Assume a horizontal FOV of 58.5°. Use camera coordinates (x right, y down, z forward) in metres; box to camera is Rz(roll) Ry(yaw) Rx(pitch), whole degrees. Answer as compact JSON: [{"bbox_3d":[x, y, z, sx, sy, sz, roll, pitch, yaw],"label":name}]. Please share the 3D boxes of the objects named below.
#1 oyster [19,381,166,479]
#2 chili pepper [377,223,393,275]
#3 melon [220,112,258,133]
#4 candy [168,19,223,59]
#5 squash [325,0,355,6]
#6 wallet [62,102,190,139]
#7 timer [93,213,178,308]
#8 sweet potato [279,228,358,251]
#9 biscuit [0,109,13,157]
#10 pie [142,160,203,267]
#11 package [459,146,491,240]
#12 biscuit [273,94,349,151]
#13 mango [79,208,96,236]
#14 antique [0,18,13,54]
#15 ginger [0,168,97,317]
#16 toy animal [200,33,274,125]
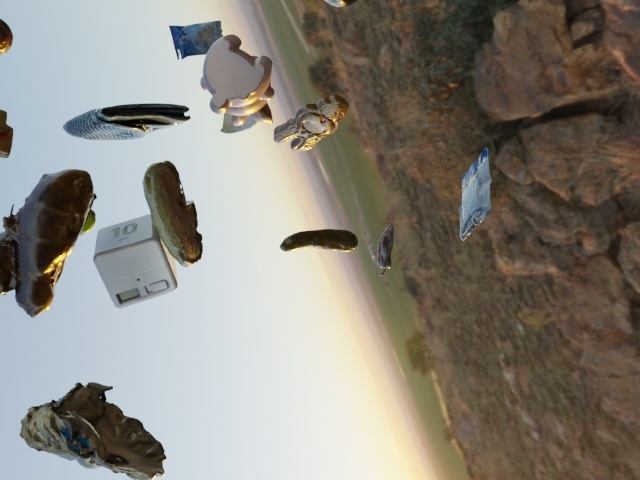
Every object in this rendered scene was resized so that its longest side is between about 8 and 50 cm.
[{"bbox_3d":[-0.365,0.338,0.964,0.223,0.083,0.214,42,-177,8],"label":"oyster"},{"bbox_3d":[0.191,0.026,1.681,0.050,0.041,0.153,2,-88,-73],"label":"chili pepper"},{"bbox_3d":[-0.227,-0.350,1.567,0.093,0.139,0.202,47,176,-29],"label":"melon"},{"bbox_3d":[-0.307,-0.504,1.440,0.038,0.136,0.088,-80,-14,-57],"label":"candy"},{"bbox_3d":[0.056,-0.764,1.620,0.193,0.156,0.193,20,-90,-82],"label":"squash"},{"bbox_3d":[-0.521,-0.309,1.514,0.342,0.237,0.075,5,101,52],"label":"wallet"},{"bbox_3d":[-0.551,0.058,1.717,0.195,0.192,0.194,-121,15,-59],"label":"timer"},{"bbox_3d":[0.000,0.000,1.773,0.075,0.273,0.075,1,91,60],"label":"sweet potato"},{"bbox_3d":[-0.835,-0.286,1.372,0.239,0.041,0.212,39,-144,2],"label":"biscuit"},{"bbox_3d":[-0.435,-0.073,1.711,0.337,0.075,0.337,-15,-90,-84],"label":"pie"},{"bbox_3d":[0.364,-0.107,1.349,0.171,0.027,0.173,106,171,-67],"label":"package"},{"bbox_3d":[-0.027,-0.415,2.040,0.186,0.295,0.044,15,-127,-44],"label":"biscuit"},{"bbox_3d":[-0.860,-0.067,2.019,0.089,0.163,0.117,50,-127,-38],"label":"mango"},{"bbox_3d":[-0.839,-0.523,1.459,0.104,0.104,0.104,-22,-90,-90],"label":"antique"},{"bbox_3d":[-0.780,-0.024,1.551,0.176,0.254,0.418,116,176,-81],"label":"ginger"},{"bbox_3d":[-0.135,-0.259,0.960,0.212,0.124,0.124,-159,46,-88],"label":"toy animal"}]
